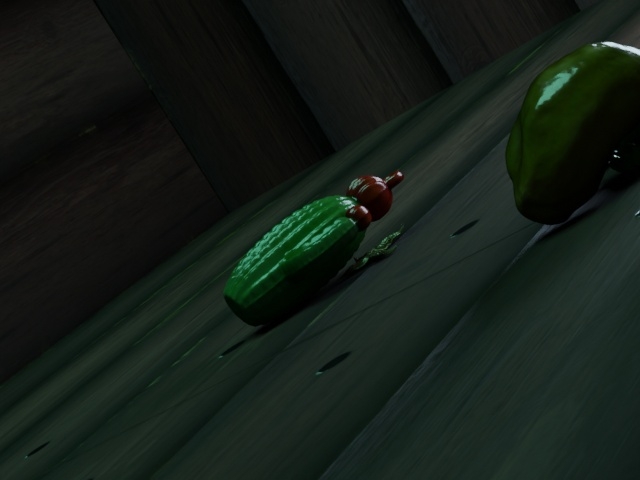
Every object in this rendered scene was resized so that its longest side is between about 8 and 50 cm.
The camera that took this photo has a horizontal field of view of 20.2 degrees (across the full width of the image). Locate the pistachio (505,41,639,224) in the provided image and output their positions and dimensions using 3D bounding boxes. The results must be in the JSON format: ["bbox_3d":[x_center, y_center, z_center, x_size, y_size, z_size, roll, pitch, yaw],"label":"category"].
[{"bbox_3d":[0.217,-0.104,1.556,0.189,0.100,0.110,-50,-35,-13],"label":"pistachio"}]

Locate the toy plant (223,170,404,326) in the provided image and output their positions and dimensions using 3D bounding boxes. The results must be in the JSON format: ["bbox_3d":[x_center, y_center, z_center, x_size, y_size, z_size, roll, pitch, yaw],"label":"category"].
[{"bbox_3d":[-0.005,0.006,2.023,0.240,0.088,0.154,-36,6,10],"label":"toy plant"}]

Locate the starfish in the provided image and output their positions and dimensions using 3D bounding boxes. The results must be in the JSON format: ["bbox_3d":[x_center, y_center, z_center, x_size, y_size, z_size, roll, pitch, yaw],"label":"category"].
[{"bbox_3d":[0.059,0.016,2.019,0.086,0.016,0.092,-44,12,-19],"label":"starfish"}]

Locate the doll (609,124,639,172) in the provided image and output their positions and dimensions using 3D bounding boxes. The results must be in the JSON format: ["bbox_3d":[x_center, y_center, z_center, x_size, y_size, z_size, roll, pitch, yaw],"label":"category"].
[{"bbox_3d":[0.277,-0.096,1.643,0.115,0.050,0.190,-42,11,-6],"label":"doll"}]
